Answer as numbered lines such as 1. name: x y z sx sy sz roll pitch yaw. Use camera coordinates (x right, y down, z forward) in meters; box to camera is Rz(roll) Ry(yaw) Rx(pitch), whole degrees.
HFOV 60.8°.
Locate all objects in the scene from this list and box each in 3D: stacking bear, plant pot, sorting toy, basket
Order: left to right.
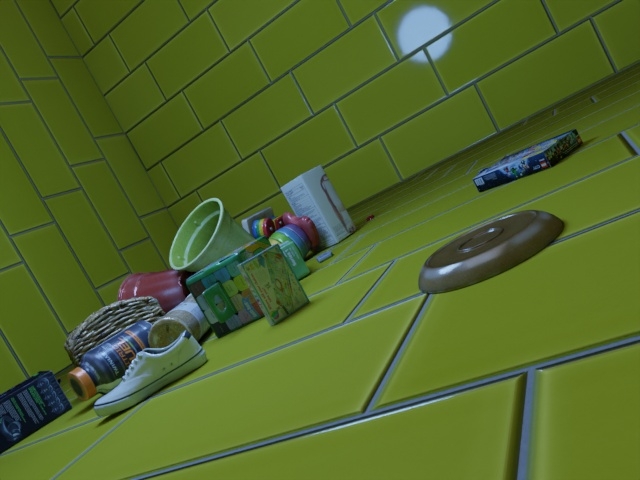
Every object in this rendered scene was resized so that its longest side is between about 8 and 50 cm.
1. basket: -0.641 0.307 1.727 0.299 0.213 0.223 -31 6 -27
2. plant pot: -0.534 0.214 1.974 0.265 0.272 0.272 -18 9 24
3. plant pot: -0.336 0.036 1.891 0.276 0.254 0.276 -30 41 30
4. sorting toy: -0.200 0.007 2.236 0.089 0.257 0.255 -8 12 21
5. stacking bear: -0.155 0.047 2.063 0.175 0.164 0.289 15 49 46
6. plant pot: 0.252 0.010 0.845 0.236 0.032 0.236 -29 4 2

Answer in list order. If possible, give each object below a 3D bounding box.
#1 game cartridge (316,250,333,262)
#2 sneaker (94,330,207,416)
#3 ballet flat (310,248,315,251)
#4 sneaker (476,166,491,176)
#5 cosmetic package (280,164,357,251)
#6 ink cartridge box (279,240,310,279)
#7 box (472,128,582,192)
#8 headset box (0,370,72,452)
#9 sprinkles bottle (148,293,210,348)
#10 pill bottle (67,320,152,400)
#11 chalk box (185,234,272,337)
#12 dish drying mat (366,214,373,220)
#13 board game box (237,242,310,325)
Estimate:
1. game cartridge: 0.015 0.054 1.835 0.056 0.017 0.083 -32 5 -3
2. sneaker: -0.380 0.285 1.192 0.258 0.091 0.094 -29 5 -12
3. ballet flat: 0.000 0.000 2.267 0.052 0.057 0.168 -37 -1 34
4. sneaker: 0.513 -0.202 1.600 0.109 0.040 0.043 -23 -10 19
5. cosmetic package: -0.006 -0.125 2.145 0.129 0.296 0.153 -34 7 -39
6. ink cartridge box: -0.189 0.116 1.731 0.278 0.117 0.201 -30 5 -7
7. box: 0.532 -0.204 1.415 0.159 0.044 0.233 -31 6 -30
8. headset box: -0.888 0.501 1.593 0.283 0.131 0.246 -31 6 -34
9. sprinkles bottle: -0.375 0.232 1.567 0.121 0.121 0.355 -28 5 6
10. pill bottle: -0.559 0.333 1.494 0.130 0.130 0.245 -24 7 44
11. chalk box: -0.217 0.125 1.453 0.179 0.180 0.289 -27 6 16
12. dish drying mat: 0.213 -0.098 2.347 0.032 0.008 0.083 -26 5 14
13. board game box: -0.104 0.097 1.221 0.103 0.154 0.026 -30 5 -27
